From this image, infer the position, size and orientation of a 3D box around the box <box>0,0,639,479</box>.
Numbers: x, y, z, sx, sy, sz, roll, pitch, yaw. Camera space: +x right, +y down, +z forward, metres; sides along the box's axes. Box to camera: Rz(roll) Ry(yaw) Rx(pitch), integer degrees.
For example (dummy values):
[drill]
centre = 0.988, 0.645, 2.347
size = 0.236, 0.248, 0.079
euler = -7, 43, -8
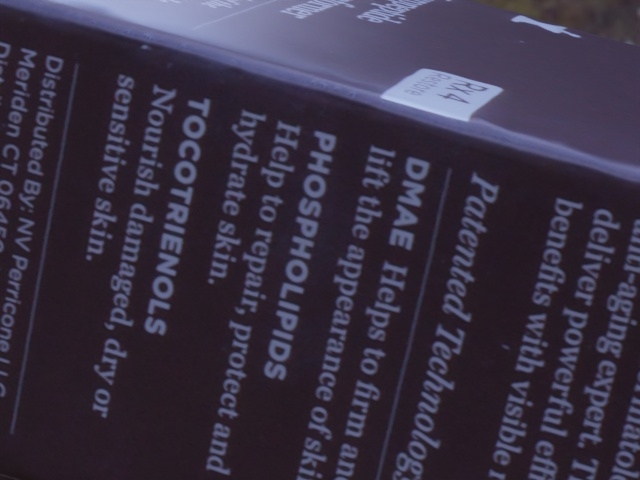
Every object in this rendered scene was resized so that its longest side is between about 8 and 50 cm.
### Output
[box]
centre = 0.062, 0.018, 0.563
size = 0.381, 0.143, 0.191
euler = 18, 17, 12
